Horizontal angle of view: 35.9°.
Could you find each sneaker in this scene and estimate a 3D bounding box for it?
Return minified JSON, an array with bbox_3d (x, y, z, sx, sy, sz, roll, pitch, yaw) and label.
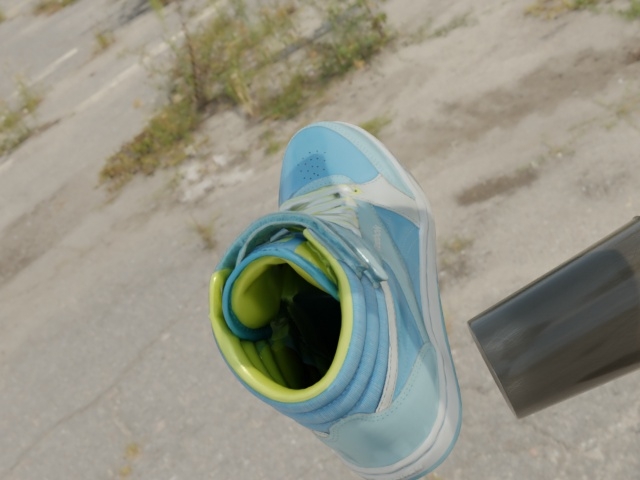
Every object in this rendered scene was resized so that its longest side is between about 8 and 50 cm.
[{"bbox_3d":[0.000,0.000,0.714,0.127,0.208,0.319,-28,53,17],"label":"sneaker"}]

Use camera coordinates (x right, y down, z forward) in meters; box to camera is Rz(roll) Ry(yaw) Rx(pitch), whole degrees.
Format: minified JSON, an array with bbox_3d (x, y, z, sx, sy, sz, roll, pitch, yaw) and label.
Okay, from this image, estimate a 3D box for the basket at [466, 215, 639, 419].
[{"bbox_3d":[0.296,0.098,1.132,0.226,0.204,0.154,-27,58,2],"label":"basket"}]
